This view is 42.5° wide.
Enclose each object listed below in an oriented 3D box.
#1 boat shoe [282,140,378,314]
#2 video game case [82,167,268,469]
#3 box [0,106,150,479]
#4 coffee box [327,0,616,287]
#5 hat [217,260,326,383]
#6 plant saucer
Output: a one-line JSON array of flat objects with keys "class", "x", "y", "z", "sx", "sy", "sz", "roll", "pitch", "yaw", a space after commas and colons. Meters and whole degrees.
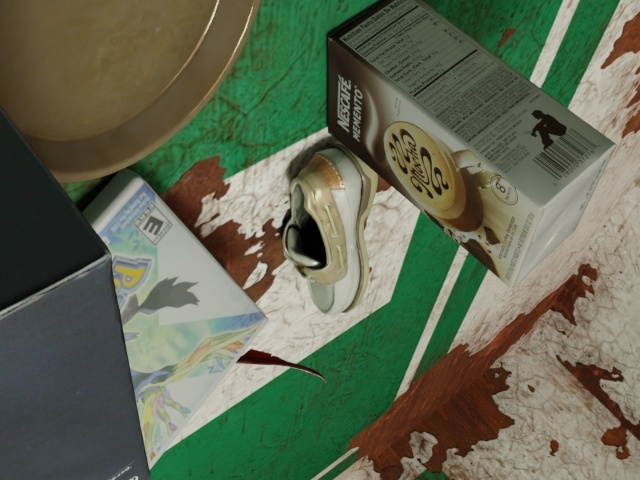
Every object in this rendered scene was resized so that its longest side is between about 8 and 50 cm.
[{"class": "boat shoe", "x": 0.000, "y": 0.000, "z": 1.105, "sx": 0.103, "sy": 0.113, "sz": 0.302, "roll": -29, "pitch": 142, "yaw": -27}, {"class": "video game case", "x": -0.225, "y": 0.135, "z": 0.867, "sx": 0.329, "sy": 0.036, "sz": 0.300, "roll": -52, "pitch": 141, "yaw": -14}, {"class": "box", "x": -0.258, "y": 0.030, "z": 0.506, "sx": 0.182, "sy": 0.296, "sz": 0.294, "roll": -31, "pitch": 154, "yaw": -25}, {"class": "coffee box", "x": 0.147, "y": -0.113, "z": 0.897, "sx": 0.119, "sy": 0.297, "sz": 0.168, "roll": -38, "pitch": 155, "yaw": -19}, {"class": "hat", "x": -0.130, "y": 0.141, "z": 1.029, "sx": 0.208, "sy": 0.183, "sz": 0.173, "roll": -35, "pitch": 155, "yaw": -18}, {"class": "plant saucer", "x": -0.150, "y": -0.167, "z": 0.626, "sx": 0.278, "sy": 0.041, "sz": 0.278, "roll": -43, "pitch": 158, "yaw": -22}]
